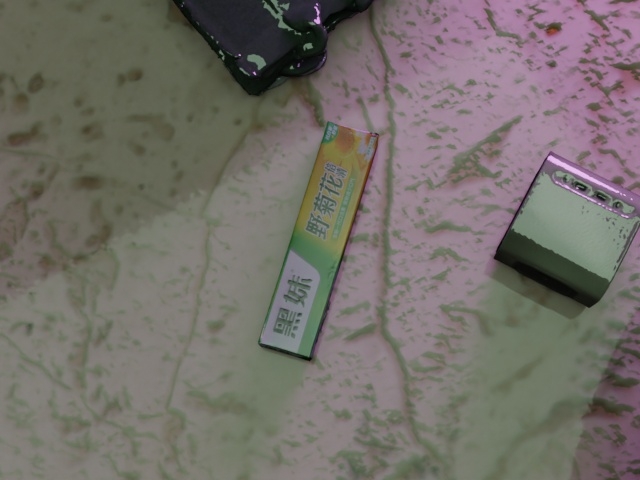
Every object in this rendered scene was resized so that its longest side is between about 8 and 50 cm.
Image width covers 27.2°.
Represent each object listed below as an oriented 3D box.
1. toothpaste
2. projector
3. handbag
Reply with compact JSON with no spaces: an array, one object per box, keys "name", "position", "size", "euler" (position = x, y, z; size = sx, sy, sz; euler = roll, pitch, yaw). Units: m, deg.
[{"name":"toothpaste","position":[0.000,0.000,0.997],"size":[0.043,0.037,0.178],"euler":[17,82,3]},{"name":"projector","position":[0.182,-0.007,0.968],"size":[0.082,0.083,0.083],"euler":[28,83,7]},{"name":"handbag","position":[-0.033,-0.276,1.023],"size":[0.247,0.079,0.260],"euler":[-40,82,-4]}]
